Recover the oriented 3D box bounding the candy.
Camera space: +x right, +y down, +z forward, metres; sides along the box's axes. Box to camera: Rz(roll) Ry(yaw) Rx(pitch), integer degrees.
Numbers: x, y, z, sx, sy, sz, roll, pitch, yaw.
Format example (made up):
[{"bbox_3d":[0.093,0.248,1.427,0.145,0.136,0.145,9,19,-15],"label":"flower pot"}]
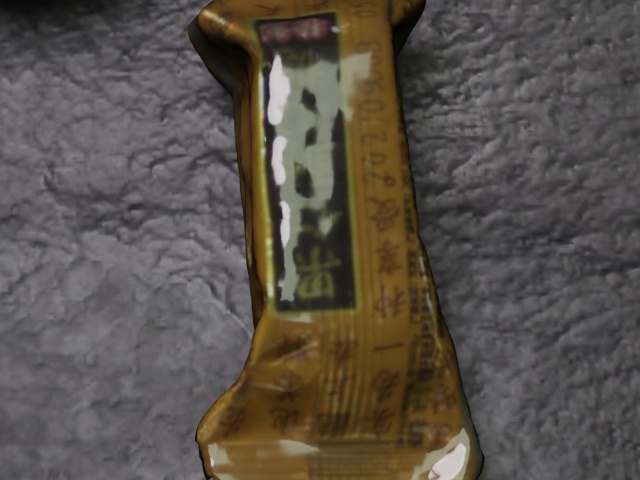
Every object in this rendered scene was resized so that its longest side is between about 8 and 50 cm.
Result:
[{"bbox_3d":[0.000,0.000,0.888,0.143,0.101,0.271,-4,78,-8],"label":"candy"}]
